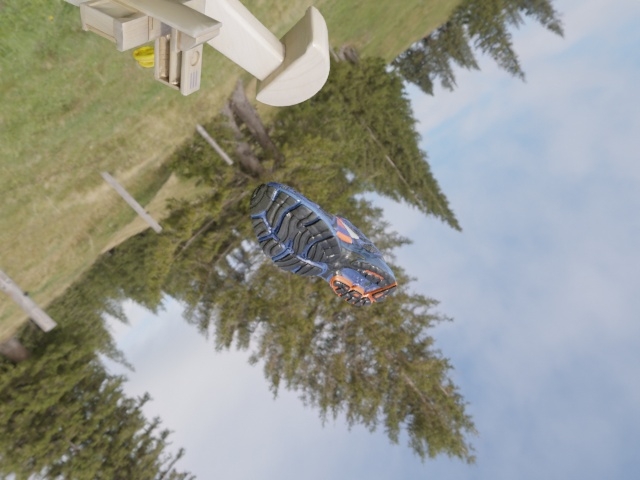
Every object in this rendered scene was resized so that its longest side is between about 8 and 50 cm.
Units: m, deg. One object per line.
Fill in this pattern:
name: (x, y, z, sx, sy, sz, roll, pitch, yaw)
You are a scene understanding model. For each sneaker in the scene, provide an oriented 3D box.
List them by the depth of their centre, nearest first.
sneaker: (0.000, 0.000, 0.582, 0.083, 0.221, 0.087, -37, -143, 19)

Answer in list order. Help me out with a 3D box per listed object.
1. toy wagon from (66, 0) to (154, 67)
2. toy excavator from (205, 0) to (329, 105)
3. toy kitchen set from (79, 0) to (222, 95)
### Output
toy wagon: (-0.214, -0.261, 0.369, 0.344, 0.268, 0.068, 41, 61, -65)
toy excavator: (-0.148, -0.361, 0.499, 0.445, 0.434, 0.222, 126, -33, -56)
toy kitchen set: (-0.106, -0.126, 0.338, 0.083, 0.068, 0.075, -52, 165, -46)
